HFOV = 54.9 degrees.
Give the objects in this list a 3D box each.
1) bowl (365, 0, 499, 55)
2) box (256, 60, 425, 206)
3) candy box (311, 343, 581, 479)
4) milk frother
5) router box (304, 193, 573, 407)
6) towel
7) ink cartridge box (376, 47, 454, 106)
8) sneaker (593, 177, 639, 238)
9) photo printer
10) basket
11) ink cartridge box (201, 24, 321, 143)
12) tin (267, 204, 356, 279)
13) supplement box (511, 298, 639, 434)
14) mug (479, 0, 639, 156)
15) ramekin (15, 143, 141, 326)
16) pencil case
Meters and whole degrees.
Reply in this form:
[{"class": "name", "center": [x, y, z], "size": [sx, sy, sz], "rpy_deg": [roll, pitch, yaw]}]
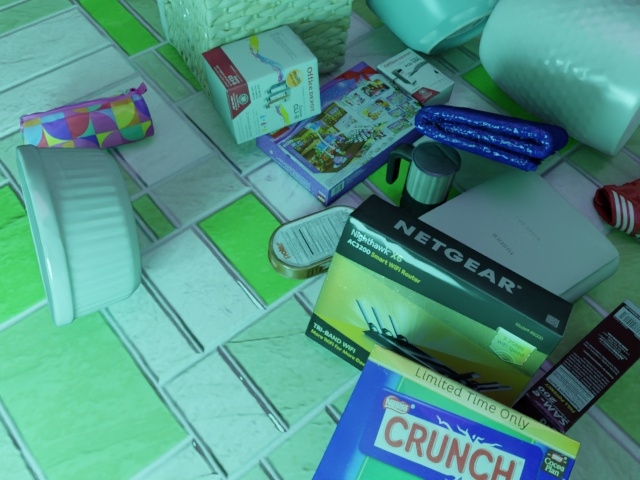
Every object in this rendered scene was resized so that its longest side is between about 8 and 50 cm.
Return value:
[{"class": "bowl", "center": [0.267, -0.502, 1.288], "size": [0.311, 0.311, 0.163], "rpy_deg": [-25, 91, -19]}, {"class": "box", "center": [0.049, -0.215, 1.195], "size": [0.293, 0.057, 0.201], "rpy_deg": [-37, 66, -24]}, {"class": "candy box", "center": [0.123, 0.327, 0.749], "size": [0.268, 0.122, 0.317], "rpy_deg": [24, 78, 11]}, {"class": "milk frother", "center": [0.161, -0.083, 1.069], "size": [0.129, 0.134, 0.143], "rpy_deg": [16, 56, 8]}, {"class": "router box", "center": [0.150, 0.114, 0.869], "size": [0.309, 0.243, 0.081], "rpy_deg": [30, 38, 16]}, {"class": "towel", "center": [0.307, -0.183, 1.084], "size": [0.228, 0.076, 0.308], "rpy_deg": [17, 16, 22]}, {"class": "ink cartridge box", "center": [0.192, -0.326, 1.280], "size": [0.099, 0.056, 0.135], "rpy_deg": [-35, 66, -23]}, {"class": "sneaker", "center": [0.591, -0.104, 1.147], "size": [0.128, 0.087, 0.221], "rpy_deg": [24, 57, 10]}, {"class": "photo printer", "center": [0.296, 0.027, 1.024], "size": [0.307, 0.107, 0.256], "rpy_deg": [-27, 62, -20]}, {"class": "basket", "center": [-0.133, -0.488, 1.204], "size": [0.331, 0.328, 0.266], "rpy_deg": [-22, 63, -18]}, {"class": "ink cartridge box", "center": [-0.104, -0.286, 1.125], "size": [0.176, 0.128, 0.127], "rpy_deg": [-24, 54, -15]}, {"class": "tin", "center": [0.000, 0.000, 1.064], "size": [0.190, 0.040, 0.106], "rpy_deg": [-21, 56, -17]}, {"class": "supplement box", "center": [0.380, 0.200, 0.902], "size": [0.239, 0.130, 0.073], "rpy_deg": [-33, 65, -22]}, {"class": "mug", "center": [0.519, -0.371, 1.235], "size": [0.328, 0.276, 0.374], "rpy_deg": [35, 30, 22]}, {"class": "ramekin", "center": [-0.359, -0.016, 0.921], "size": [0.127, 0.273, 0.273], "rpy_deg": [-13, 58, -27]}, {"class": "pencil case", "center": [-0.427, -0.215, 1.137], "size": [0.236, 0.104, 0.104], "rpy_deg": [-21, 61, -16]}]
